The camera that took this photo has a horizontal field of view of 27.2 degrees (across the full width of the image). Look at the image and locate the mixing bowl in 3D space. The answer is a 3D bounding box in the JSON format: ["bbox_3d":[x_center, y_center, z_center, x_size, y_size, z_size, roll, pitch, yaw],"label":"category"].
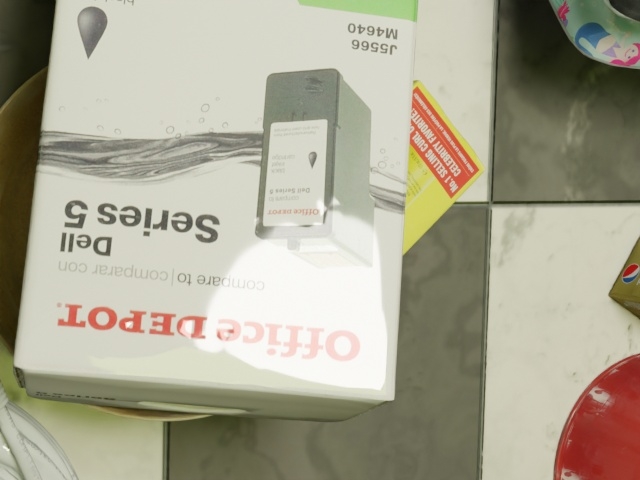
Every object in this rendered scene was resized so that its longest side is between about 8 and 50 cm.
[{"bbox_3d":[0.281,0.183,1.018,0.181,0.098,0.181,-3,96,-26],"label":"mixing bowl"}]

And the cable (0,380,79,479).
[{"bbox_3d":[-0.250,0.196,0.737,0.257,0.089,0.257,-39,119,-20],"label":"cable"}]

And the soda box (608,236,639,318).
[{"bbox_3d":[0.317,0.065,1.047,0.181,0.058,0.061,35,79,-27],"label":"soda box"}]

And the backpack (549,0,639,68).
[{"bbox_3d":[0.250,-0.237,0.894,0.225,0.191,0.253,2,55,-28],"label":"backpack"}]

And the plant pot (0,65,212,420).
[{"bbox_3d":[-0.094,-0.008,0.799,0.236,0.032,0.236,2,77,-9],"label":"plant pot"}]

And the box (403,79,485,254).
[{"bbox_3d":[0.000,0.000,0.874,0.232,0.058,0.087,-44,110,-17],"label":"box"}]

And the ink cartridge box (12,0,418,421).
[{"bbox_3d":[-0.056,-0.044,0.737,0.198,0.115,0.273,6,77,-9],"label":"ink cartridge box"}]
